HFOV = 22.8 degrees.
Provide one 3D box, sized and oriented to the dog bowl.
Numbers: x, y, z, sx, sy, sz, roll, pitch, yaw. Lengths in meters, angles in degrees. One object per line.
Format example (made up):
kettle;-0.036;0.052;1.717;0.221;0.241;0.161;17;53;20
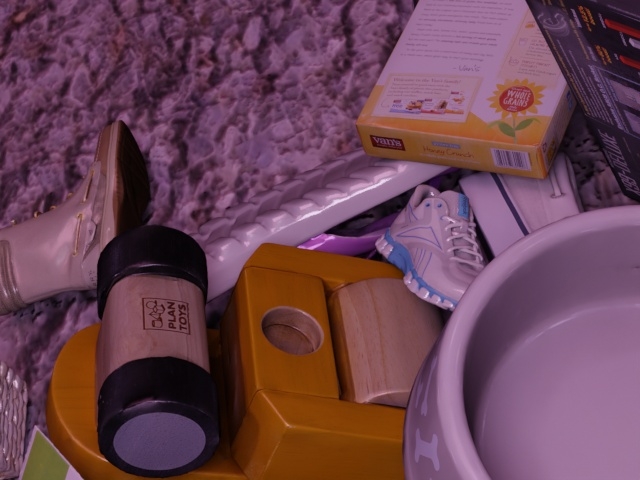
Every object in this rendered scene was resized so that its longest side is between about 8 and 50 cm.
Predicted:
dog bowl;0.230;0.124;1.077;0.348;0.102;0.349;0;54;1

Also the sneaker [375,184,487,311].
sneaker;0.105;0.003;1.323;0.083;0.071;0.191;-66;28;13

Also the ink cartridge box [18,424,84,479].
ink cartridge box;-0.131;0.274;1.188;0.097;0.189;0.255;-7;36;-44

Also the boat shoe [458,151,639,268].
boat shoe;0.237;0.040;1.300;0.156;0.136;0.367;-23;34;2

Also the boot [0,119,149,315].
boot;-0.265;-0.025;1.648;0.165;0.077;0.213;-16;48;16

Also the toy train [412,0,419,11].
toy train;0.246;-0.228;1.531;0.334;0.142;0.190;-10;57;20

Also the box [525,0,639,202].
box;0.307;-0.106;1.255;0.076;0.307;0.242;-49;46;-11

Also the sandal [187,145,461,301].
sandal;-0.002;-0.003;1.469;0.416;0.102;0.169;-26;14;-5

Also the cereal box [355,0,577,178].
cereal box;0.155;-0.166;1.410;0.173;0.047;0.240;10;54;27

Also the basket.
basket;-0.366;0.173;1.486;0.167;0.103;0.113;-13;59;19

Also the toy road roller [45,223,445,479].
toy road roller;-0.064;0.146;1.335;0.329;0.241;0.202;7;43;-16
